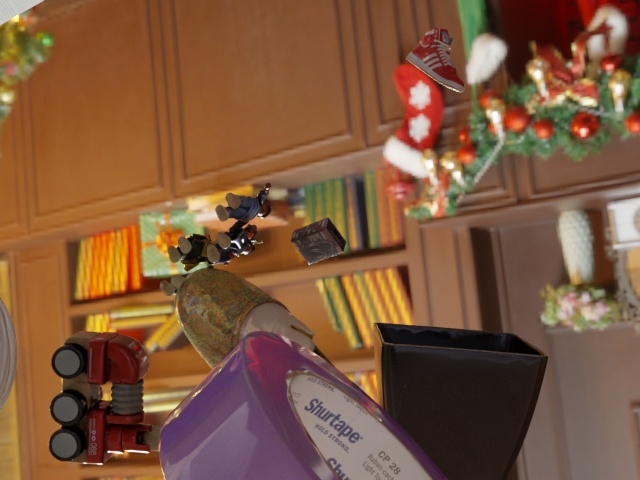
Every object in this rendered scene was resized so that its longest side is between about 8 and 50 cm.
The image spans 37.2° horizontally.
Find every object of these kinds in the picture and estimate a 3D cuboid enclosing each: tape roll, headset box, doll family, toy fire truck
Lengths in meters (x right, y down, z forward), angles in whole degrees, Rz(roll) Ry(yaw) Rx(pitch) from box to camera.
[{"bbox_3d":[0.015,0.194,0.691,0.090,0.275,0.275,-45,164,8],"label":"tape roll"},{"bbox_3d":[0.000,0.000,1.666,0.083,0.032,0.062,-19,124,27],"label":"headset box"},{"bbox_3d":[-0.127,0.003,1.227,0.193,0.076,0.111,-36,163,19],"label":"doll family"},{"bbox_3d":[-0.324,0.273,1.603,0.246,0.217,0.158,4,-176,4],"label":"toy fire truck"}]

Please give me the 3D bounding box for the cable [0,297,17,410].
[{"bbox_3d":[-0.501,0.143,1.155,0.257,0.257,0.089,40,158,-4],"label":"cable"}]

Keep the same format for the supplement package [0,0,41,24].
[{"bbox_3d":[-0.611,-0.423,1.591,0.244,0.139,0.134,-32,173,-9],"label":"supplement package"}]

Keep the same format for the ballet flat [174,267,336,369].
[{"bbox_3d":[-0.035,0.155,1.141,0.123,0.123,0.348,-11,132,32],"label":"ballet flat"}]

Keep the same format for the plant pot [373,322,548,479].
[{"bbox_3d":[0.156,0.198,1.145,0.188,0.167,0.187,4,-177,0],"label":"plant pot"}]

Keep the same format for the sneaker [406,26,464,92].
[{"bbox_3d":[0.175,-0.259,1.347,0.042,0.067,0.118,19,-160,-46],"label":"sneaker"}]
